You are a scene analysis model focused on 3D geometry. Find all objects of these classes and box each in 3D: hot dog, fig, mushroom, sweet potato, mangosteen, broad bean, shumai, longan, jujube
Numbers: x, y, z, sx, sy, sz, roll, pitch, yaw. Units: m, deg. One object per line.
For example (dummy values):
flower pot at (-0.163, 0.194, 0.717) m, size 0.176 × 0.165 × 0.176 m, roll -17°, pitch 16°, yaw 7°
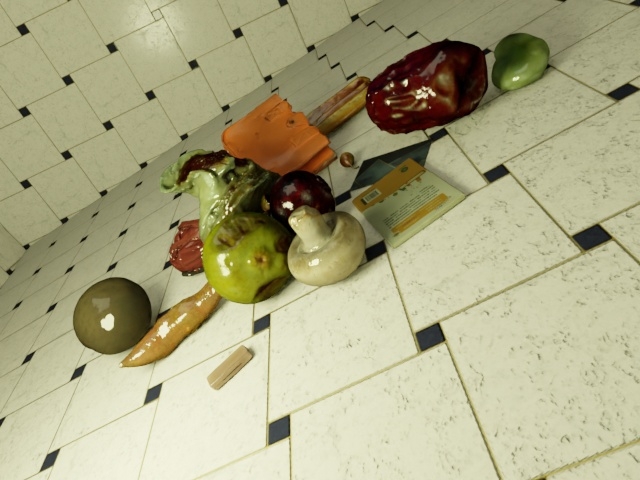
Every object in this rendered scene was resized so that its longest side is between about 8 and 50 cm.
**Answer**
hot dog at (0.088, -0.509, 1.924) m, size 0.337 × 0.100 × 0.135 m, roll -38°, pitch 38°, yaw -1°
fig at (0.094, -0.251, 1.604) m, size 0.050 × 0.050 × 0.083 m, roll -38°, pitch 48°, yaw -3°
mushroom at (0.000, 0.000, 1.177) m, size 0.204 × 0.204 × 0.204 m, roll -26°, pitch 31°, yaw 17°
sweet potato at (-0.388, 0.226, 1.370) m, size 0.355 × 0.095 × 0.106 m, roll -41°, pitch -15°, yaw -12°
mangosteen at (-0.058, -0.094, 1.384) m, size 0.210 × 0.210 × 0.209 m, roll -26°, pitch 31°, yaw 17°
broad bean at (0.570, -0.509, 1.426) m, size 0.169 × 0.100 × 0.227 m, roll -15°, pitch 47°, yaw 46°
shumai at (-0.302, -0.161, 1.510) m, size 0.330 × 0.289 × 0.291 m, roll -43°, pitch -19°, yaw -53°
longan at (-0.619, 0.231, 1.488) m, size 0.248 × 0.248 × 0.248 m, roll -26°, pitch 31°, yaw 17°
fig at (-0.194, 0.045, 1.295) m, size 0.239 × 0.239 × 0.271 m, roll -48°, pitch 15°, yaw -20°
jujube at (0.302, -0.432, 1.451) m, size 0.377 × 0.258 × 0.258 m, roll -15°, pitch 34°, yaw 54°

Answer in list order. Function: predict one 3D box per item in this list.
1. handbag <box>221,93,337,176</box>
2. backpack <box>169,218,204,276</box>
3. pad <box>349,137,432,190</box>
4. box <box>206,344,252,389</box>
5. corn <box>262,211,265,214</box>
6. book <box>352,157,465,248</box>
handbag at (-0.159, -0.341, 1.796) m, size 0.303 × 0.116 × 0.410 m, roll -39°, pitch 51°, yaw -2°
backpack at (-0.387, 0.006, 1.633) m, size 0.229 × 0.139 × 0.229 m, roll -29°, pitch 29°, yaw 18°
pad at (0.206, -0.223, 1.479) m, size 0.243 × 0.004 × 0.163 m, roll -13°, pitch 37°, yaw 35°
box at (-0.209, 0.292, 1.152) m, size 0.115 × 0.025 × 0.048 m, roll -42°, pitch 25°, yaw -11°
corn at (-0.164, -0.023, 1.494) m, size 0.260 × 0.091 × 0.091 m, roll -49°, pitch 0°, yaw -21°
book at (0.212, -0.106, 1.284) m, size 0.208 × 0.020 × 0.295 m, roll -36°, pitch 30°, yaw 2°
